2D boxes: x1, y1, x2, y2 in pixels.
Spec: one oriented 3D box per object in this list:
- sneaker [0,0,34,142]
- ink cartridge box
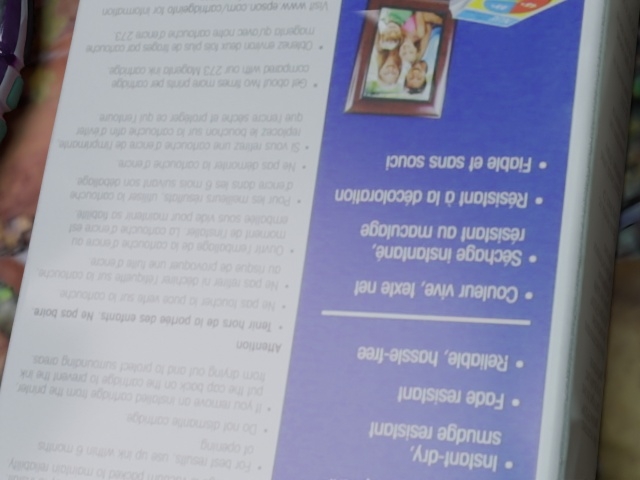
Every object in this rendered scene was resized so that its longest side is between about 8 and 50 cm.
[{"bbox_3d":[-0.175,-0.035,0.530,0.083,0.098,0.224,15,78,25],"label":"sneaker"},{"bbox_3d":[0.000,0.000,0.470,0.175,0.069,0.371,2,71,21],"label":"ink cartridge box"}]
